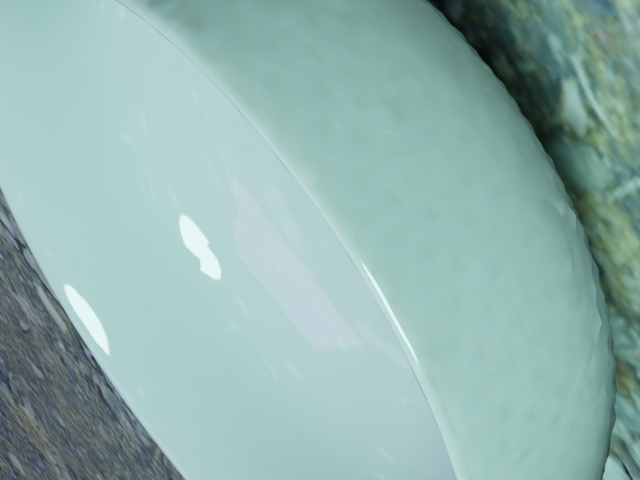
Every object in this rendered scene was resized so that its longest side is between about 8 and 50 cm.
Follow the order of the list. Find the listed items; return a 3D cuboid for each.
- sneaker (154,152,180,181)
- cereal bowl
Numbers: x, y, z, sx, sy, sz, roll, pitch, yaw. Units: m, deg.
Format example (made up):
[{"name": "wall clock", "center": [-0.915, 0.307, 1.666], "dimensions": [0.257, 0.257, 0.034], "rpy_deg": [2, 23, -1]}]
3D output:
[{"name": "sneaker", "center": [-0.149, -0.058, 0.915], "dimensions": [0.302, 0.108, 0.121], "rpy_deg": [16, 131, 54]}, {"name": "cereal bowl", "center": [0.000, 0.000, 0.661], "dimensions": [0.339, 0.141, 0.339], "rpy_deg": [44, 155, 27]}]
